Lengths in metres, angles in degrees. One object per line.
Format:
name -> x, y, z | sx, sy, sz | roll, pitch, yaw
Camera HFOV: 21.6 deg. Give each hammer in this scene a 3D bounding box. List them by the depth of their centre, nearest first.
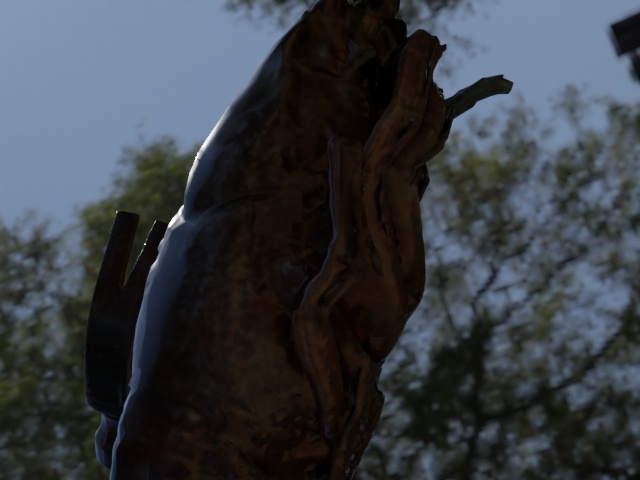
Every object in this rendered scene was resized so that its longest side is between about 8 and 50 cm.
hammer -> -0.060, -0.010, 0.976 | 0.290, 0.037, 0.137 | -58, -22, -47

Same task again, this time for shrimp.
shrimp -> -0.001, 0.000, 0.414 | 0.073, 0.075, 0.190 | 31, -114, -43
